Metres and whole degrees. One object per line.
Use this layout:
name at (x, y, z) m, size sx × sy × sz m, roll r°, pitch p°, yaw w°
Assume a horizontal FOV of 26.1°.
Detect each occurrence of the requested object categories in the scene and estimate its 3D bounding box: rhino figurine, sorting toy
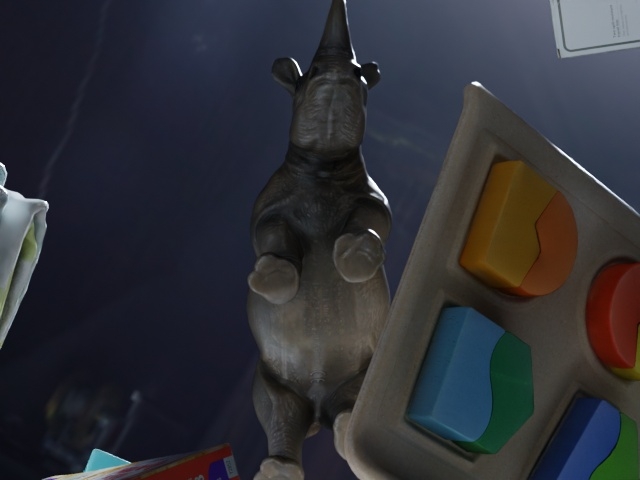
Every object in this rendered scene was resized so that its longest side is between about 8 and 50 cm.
rhino figurine at (0.000, 0.000, 0.679) m, size 0.073 × 0.243 × 0.106 m, roll 2°, pitch 17°, yaw 1°
sorting toy at (0.113, 0.053, 0.670) m, size 0.193 × 0.208 × 0.038 m, roll 33°, pitch -27°, yaw -32°

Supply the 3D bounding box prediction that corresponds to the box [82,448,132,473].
box at (-0.163, 0.233, 0.947) m, size 0.060 × 0.100 × 0.244 m, roll 24°, pitch -32°, yaw -5°

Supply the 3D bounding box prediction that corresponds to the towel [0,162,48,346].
towel at (-0.355, 0.080, 0.703) m, size 0.375 × 0.320 × 0.090 m, roll 8°, pitch -30°, yaw 16°

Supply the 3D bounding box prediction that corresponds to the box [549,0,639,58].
box at (0.352, -0.278, 1.279) m, size 0.290 × 0.087 × 0.169 m, roll -8°, pitch -67°, yaw 13°

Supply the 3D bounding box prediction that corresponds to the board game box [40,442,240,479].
board game box at (-0.072, 0.163, 0.546) m, size 0.193 × 0.045 × 0.146 m, roll -24°, pitch -97°, yaw 58°
